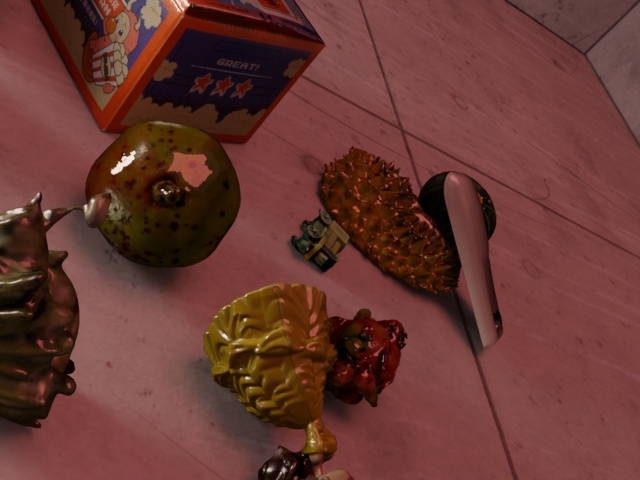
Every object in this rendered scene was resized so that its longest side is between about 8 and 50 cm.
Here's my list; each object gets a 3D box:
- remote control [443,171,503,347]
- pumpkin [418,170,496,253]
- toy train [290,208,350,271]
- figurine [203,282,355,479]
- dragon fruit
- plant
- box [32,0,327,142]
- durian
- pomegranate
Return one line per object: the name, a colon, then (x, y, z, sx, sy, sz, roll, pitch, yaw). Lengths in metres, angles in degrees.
remote control: (0.282, 0.029, 1.652, 0.109, 0.055, 0.313, -11, 87, -71)
pumpkin: (0.264, -0.052, 1.800, 0.167, 0.125, 0.167, 28, 35, -21)
toy train: (0.000, 0.000, 1.507, 0.081, 0.050, 0.122, 47, 29, -9)
figurine: (-0.021, 0.232, 1.096, 0.168, 0.187, 0.315, 0, 57, -36)
dragon fruit: (0.053, 0.159, 1.278, 0.142, 0.138, 0.175, 54, 9, 20)
plant: (-0.389, 0.064, 0.932, 0.334, 0.251, 0.180, 3, 15, 2)
box: (-0.232, -0.371, 1.481, 0.319, 0.257, 0.348, 1, 51, -51)
durian: (0.130, -0.042, 1.644, 0.341, 0.112, 0.191, 53, 30, 11)
pomegranate: (-0.202, -0.075, 1.221, 0.198, 0.198, 0.246, 32, 30, -19)
